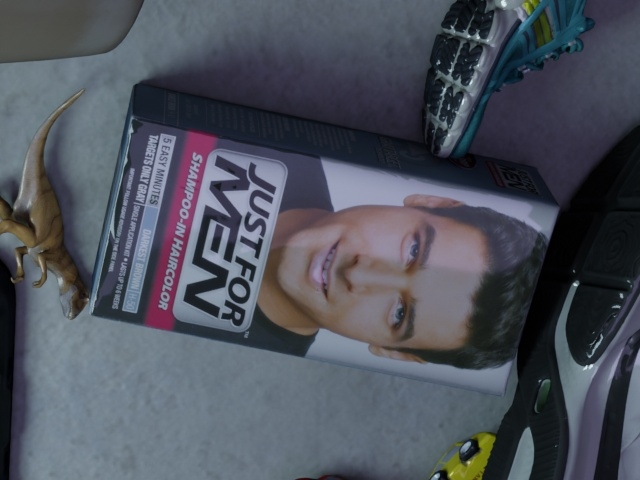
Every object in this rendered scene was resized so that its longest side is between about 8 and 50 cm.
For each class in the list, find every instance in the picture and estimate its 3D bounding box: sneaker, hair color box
[{"bbox_3d":[0.177,-0.182,1.615,0.110,0.107,0.275,25,107,-22],"label":"sneaker"},{"bbox_3d":[0.314,0.129,1.681,0.257,0.169,0.447,22,84,-22],"label":"sneaker"},{"bbox_3d":[0.000,0.000,1.659,0.374,0.113,0.185,11,108,-9],"label":"hair color box"}]

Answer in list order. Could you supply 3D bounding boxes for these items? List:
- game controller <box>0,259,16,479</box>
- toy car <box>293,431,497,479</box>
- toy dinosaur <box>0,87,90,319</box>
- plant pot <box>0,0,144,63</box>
[{"bbox_3d":[-0.366,0.156,1.726,0.166,0.067,0.319,-1,111,-19],"label":"game controller"},{"bbox_3d":[0.091,0.295,1.805,0.239,0.053,0.225,-15,111,2],"label":"toy car"},{"bbox_3d":[-0.255,-0.030,1.668,0.112,0.064,0.211,-18,118,-24],"label":"toy dinosaur"},{"bbox_3d":[-0.281,-0.264,1.466,0.280,0.323,0.323,8,110,-24],"label":"plant pot"}]
